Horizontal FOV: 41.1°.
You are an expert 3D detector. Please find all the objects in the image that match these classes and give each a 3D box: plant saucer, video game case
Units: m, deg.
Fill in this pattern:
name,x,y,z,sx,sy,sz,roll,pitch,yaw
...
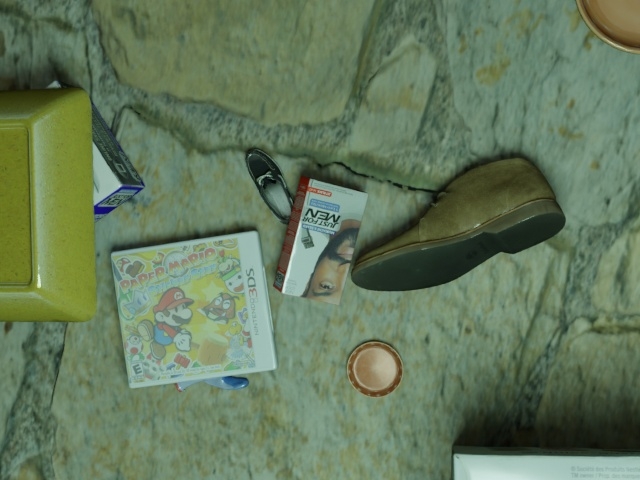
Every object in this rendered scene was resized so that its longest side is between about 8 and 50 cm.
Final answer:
name,x,y,z,sx,sy,sz,roll,pitch,yaw
plant saucer,-0.487,-0.046,1.189,0.333,0.081,0.332,-1,93,8
plant saucer,0.081,0.189,1.256,0.083,0.013,0.083,0,92,7
plant saucer,0.448,-0.353,1.170,0.200,0.037,0.200,0,93,7
video game case,-0.187,0.103,1.264,0.227,0.026,0.206,-8,89,8

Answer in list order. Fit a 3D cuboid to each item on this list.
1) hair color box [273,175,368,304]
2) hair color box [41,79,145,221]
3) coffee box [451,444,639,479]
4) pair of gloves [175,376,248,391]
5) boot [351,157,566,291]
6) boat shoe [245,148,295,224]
name,x,y,z,sx,sy,sz,roll,pitch,yaw
hair color box,0.000,0.000,1.224,0.093,0.053,0.167,12,96,-19
hair color box,-0.457,-0.064,1.277,0.339,0.110,0.185,-33,86,10
coffee box,0.327,0.427,1.039,0.338,0.334,0.338,0,78,9
pair of gloves,-0.176,0.140,1.286,0.159,0.023,0.198,-24,88,9
boot,0.181,-0.017,1.208,0.305,0.112,0.115,-22,59,13
boat shoe,-0.073,-0.079,1.254,0.046,0.038,0.125,-28,88,8
